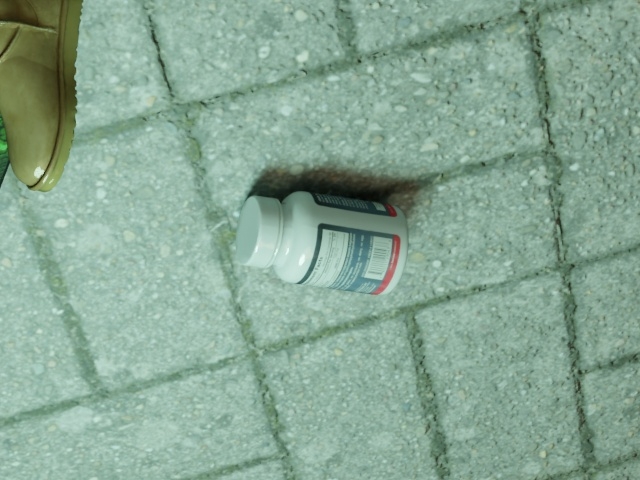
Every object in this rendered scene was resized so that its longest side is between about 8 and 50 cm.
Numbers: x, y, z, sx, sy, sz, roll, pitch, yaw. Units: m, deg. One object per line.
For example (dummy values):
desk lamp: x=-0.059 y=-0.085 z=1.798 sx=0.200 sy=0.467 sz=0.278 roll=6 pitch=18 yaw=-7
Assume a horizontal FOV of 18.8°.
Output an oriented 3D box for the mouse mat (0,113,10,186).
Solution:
mouse mat: x=-0.385 y=-0.093 z=2.000 sx=0.190 sy=0.007 sz=0.152 roll=-9 pitch=130 yaw=-50

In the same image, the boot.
boot: x=-0.376 y=-0.178 z=1.890 sx=0.270 sy=0.236 sz=0.089 roll=8 pitch=167 yaw=-29

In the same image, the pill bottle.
pill bottle: x=0.000 y=0.000 z=2.212 sx=0.180 sy=0.108 sz=0.108 roll=9 pitch=129 yaw=-21
